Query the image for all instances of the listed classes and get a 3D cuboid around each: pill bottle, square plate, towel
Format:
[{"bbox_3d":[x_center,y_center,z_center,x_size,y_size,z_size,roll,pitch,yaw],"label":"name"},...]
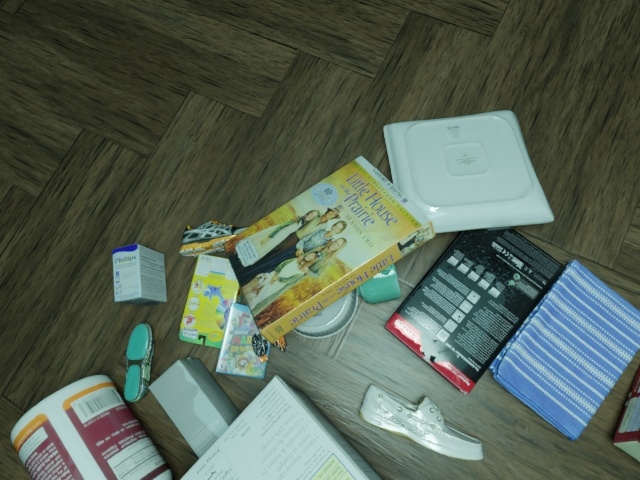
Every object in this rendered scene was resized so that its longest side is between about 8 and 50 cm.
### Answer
[{"bbox_3d":[-0.474,0.521,0.914,0.224,0.224,0.392,-41,74,-4],"label":"pill bottle"},{"bbox_3d":[0.346,-0.184,1.008,0.346,0.049,0.344,-5,62,4],"label":"square plate"},{"bbox_3d":[0.567,0.241,0.927,0.243,0.040,0.336,39,84,4],"label":"towel"}]

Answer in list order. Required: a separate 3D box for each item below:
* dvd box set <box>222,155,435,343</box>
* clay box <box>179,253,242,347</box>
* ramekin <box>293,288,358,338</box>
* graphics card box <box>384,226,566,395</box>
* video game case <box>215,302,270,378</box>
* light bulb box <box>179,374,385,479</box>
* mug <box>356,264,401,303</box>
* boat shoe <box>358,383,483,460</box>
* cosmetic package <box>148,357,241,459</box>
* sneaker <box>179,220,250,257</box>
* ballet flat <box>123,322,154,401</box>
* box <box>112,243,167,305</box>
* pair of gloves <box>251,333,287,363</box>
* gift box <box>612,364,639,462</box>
[{"bbox_3d":[0.000,0.000,0.953,0.420,0.062,0.308,-32,46,-2],"label":"dvd box set"},{"bbox_3d":[-0.273,0.155,1.067,0.127,0.053,0.222,10,79,8],"label":"clay box"},{"bbox_3d":[-0.011,0.133,1.010,0.207,0.109,0.207,-2,76,6],"label":"ramekin"},{"bbox_3d":[0.354,0.135,0.971,0.232,0.094,0.371,39,85,15],"label":"graphics card box"},{"bbox_3d":[-0.181,0.248,1.025,0.119,0.015,0.167,14,77,-17],"label":"video game case"},{"bbox_3d":[-0.060,0.534,0.789,0.358,0.225,0.361,-46,55,-10],"label":"light bulb box"},{"bbox_3d":[0.127,0.076,0.983,0.097,0.158,0.130,-14,40,7],"label":"mug"},{"bbox_3d":[0.228,0.397,0.919,0.276,0.098,0.096,17,80,12],"label":"boat shoe"},{"bbox_3d":[-0.275,0.397,0.970,0.107,0.127,0.238,-45,73,-6],"label":"cosmetic package"},{"bbox_3d":[-0.272,-0.015,1.096,0.214,0.084,0.083,-9,68,5],"label":"sneaker"},{"bbox_3d":[-0.455,0.307,1.048,0.070,0.070,0.189,2,72,8],"label":"ballet flat"},{"bbox_3d":[-0.465,0.092,1.069,0.072,0.126,0.137,-11,75,6],"label":"box"},{"bbox_3d":[-0.127,0.256,1.029,0.083,0.010,0.074,-23,87,-20],"label":"pair of gloves"},{"bbox_3d":[0.771,0.363,0.787,0.258,0.276,0.255,34,69,17],"label":"gift box"}]
